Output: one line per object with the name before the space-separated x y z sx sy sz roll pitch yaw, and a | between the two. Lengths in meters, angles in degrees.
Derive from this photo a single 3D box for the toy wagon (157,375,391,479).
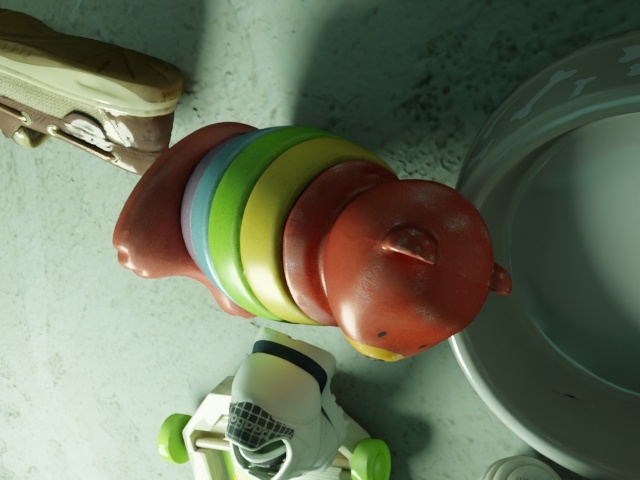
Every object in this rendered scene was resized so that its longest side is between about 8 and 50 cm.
toy wagon | -0.035 0.314 0.840 0.267 0.068 0.344 0 112 30

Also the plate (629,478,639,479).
plate | 0.240 0.281 0.610 0.278 0.045 0.277 -19 130 32

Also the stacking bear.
stacking bear | 0.000 0.000 0.558 0.289 0.175 0.164 17 81 51

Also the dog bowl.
dog bowl | 0.243 0.031 0.535 0.349 0.102 0.349 11 116 24

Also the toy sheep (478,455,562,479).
toy sheep | 0.181 0.233 0.668 0.091 0.091 0.132 31 147 13

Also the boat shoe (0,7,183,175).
boat shoe | -0.294 -0.147 0.745 0.342 0.123 0.123 18 118 14

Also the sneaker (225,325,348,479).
sneaker | -0.034 0.161 0.634 0.090 0.095 0.235 13 150 17
